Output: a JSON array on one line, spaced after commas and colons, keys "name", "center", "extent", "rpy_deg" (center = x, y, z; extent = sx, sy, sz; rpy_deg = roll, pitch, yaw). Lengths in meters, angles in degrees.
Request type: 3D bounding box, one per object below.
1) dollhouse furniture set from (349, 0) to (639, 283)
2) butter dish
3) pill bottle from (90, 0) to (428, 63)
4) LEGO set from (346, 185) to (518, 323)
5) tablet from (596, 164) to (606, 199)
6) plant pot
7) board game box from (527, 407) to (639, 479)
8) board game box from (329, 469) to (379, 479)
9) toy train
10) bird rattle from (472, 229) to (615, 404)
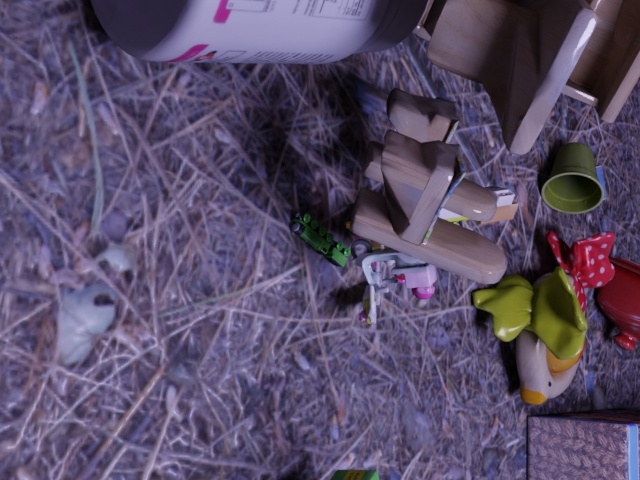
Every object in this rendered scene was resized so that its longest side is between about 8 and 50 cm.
[{"name": "dollhouse furniture set", "center": [0.225, -0.187, 0.816], "extent": [0.394, 0.257, 0.362], "rpy_deg": [-75, -173, -63]}, {"name": "butter dish", "center": [0.481, 0.110, 1.301], "extent": [0.160, 0.160, 0.118], "rpy_deg": [33, 87, -41]}, {"name": "pill bottle", "center": [-0.040, -0.232, 0.742], "extent": [0.283, 0.160, 0.160], "rpy_deg": [-11, 95, -47]}, {"name": "LEGO set", "center": [0.106, 0.014, 0.916], "extent": [0.287, 0.132, 0.107], "rpy_deg": [-24, 116, -57]}, {"name": "tablet", "center": [0.414, -0.083, 1.324], "extent": [0.083, 0.006, 0.054], "rpy_deg": [-16, 98, -47]}, {"name": "plant pot", "center": [0.355, -0.094, 1.219], "extent": [0.083, 0.083, 0.079], "rpy_deg": [46, 43, -34]}, {"name": "board game box", "center": [0.420, 0.357, 1.197], "extent": [0.291, 0.141, 0.232], "rpy_deg": [9, 80, -46]}, {"name": "board game box", "center": [-0.004, 0.359, 0.688], "extent": [0.317, 0.046, 0.213], "rpy_deg": [-38, 118, -60]}, {"name": "toy train", "center": [0.000, 0.000, 0.872], "extent": [0.083, 0.017, 0.023], "rpy_deg": [39, 71, -38]}, {"name": "bird rattle", "center": [0.300, 0.100, 1.140], "extent": [0.253, 0.143, 0.206], "rpy_deg": [-28, 119, -58]}]
